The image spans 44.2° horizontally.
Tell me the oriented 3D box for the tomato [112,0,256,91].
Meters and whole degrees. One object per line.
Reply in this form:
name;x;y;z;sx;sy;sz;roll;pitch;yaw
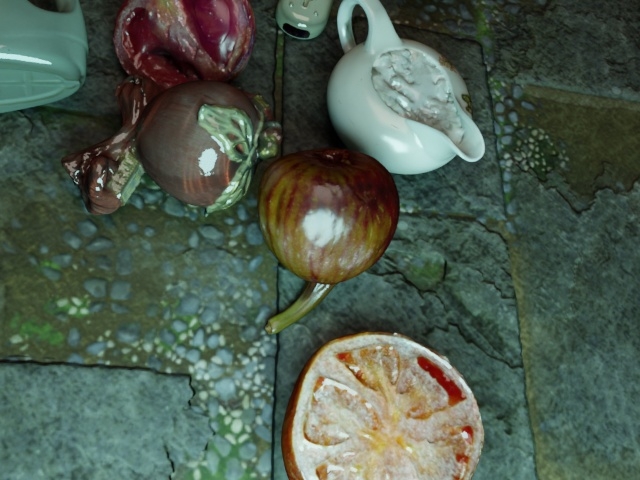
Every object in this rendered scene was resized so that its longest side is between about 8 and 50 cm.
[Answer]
tomato;-0.169;-0.273;1.055;0.189;0.099;0.173;-27;88;14

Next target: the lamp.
lamp;-0.164;-0.105;0.949;0.223;0.151;0.215;2;51;31

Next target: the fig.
fig;0.006;-0.005;0.946;0.175;0.207;0.175;1;21;0

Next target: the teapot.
teapot;0.105;-0.199;1.067;0.204;0.139;0.298;-31;76;-25

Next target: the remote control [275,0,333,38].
remote control;-0.009;-0.395;1.190;0.078;0.042;0.221;20;59;-7

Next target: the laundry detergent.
laundry detergent;-0.447;-0.351;0.999;0.264;0.124;0.398;-7;64;-18

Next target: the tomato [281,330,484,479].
tomato;0.063;0.221;0.862;0.237;0.095;0.236;9;58;-15
